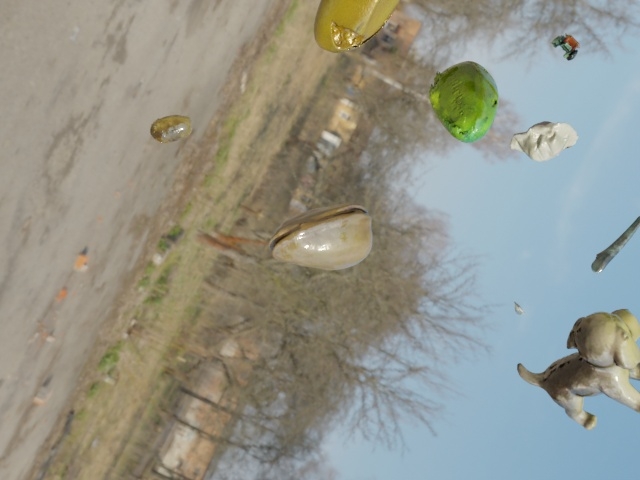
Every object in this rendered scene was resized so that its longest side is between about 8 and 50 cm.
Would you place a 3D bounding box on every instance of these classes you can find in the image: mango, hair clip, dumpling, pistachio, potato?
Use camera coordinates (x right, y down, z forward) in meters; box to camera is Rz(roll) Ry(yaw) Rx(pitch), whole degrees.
[{"bbox_3d":[0.266,-0.250,1.293,0.119,0.100,0.178,-26,-131,30],"label":"mango"},{"bbox_3d":[0.864,0.011,2.047,0.070,0.039,0.229,-48,169,-37],"label":"hair clip"},{"bbox_3d":[0.627,-0.286,1.998,0.127,0.188,0.108,35,56,-59],"label":"dumpling"},{"bbox_3d":[0.000,0.000,1.708,0.213,0.260,0.163,98,-22,-53],"label":"pistachio"},{"bbox_3d":[-0.290,-0.218,1.378,0.040,0.083,0.051,-104,179,-57],"label":"potato"},{"bbox_3d":[0.079,-0.500,1.444,0.130,0.167,0.262,9,120,-49],"label":"mango"}]

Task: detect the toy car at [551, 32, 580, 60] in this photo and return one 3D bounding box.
[{"bbox_3d":[0.700,-0.554,2.013,0.054,0.073,0.143,-45,-179,23],"label":"toy car"}]

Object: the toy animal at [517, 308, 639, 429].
[{"bbox_3d":[0.455,0.208,1.163,0.233,0.168,0.121,-56,-175,50],"label":"toy animal"}]

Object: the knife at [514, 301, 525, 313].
[{"bbox_3d":[0.639,0.220,2.267,0.017,0.047,0.298,-36,161,6],"label":"knife"}]
